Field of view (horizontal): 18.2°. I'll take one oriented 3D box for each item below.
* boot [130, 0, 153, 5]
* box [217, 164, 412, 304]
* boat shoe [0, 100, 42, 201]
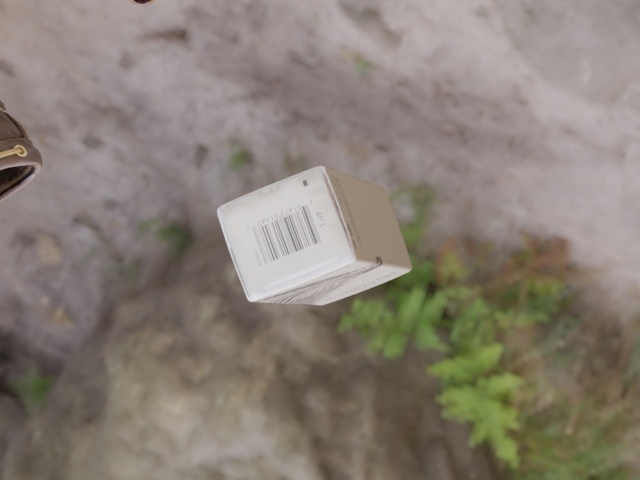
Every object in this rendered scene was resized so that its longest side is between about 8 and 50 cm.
[{"bbox_3d":[-0.125,-0.341,1.830,0.096,0.280,0.264,19,160,-29],"label":"boot"},{"bbox_3d":[0.000,0.000,1.872,0.113,0.094,0.275,-22,172,13],"label":"box"},{"bbox_3d":[-0.362,-0.014,1.568,0.097,0.324,0.116,43,144,13],"label":"boat shoe"}]
